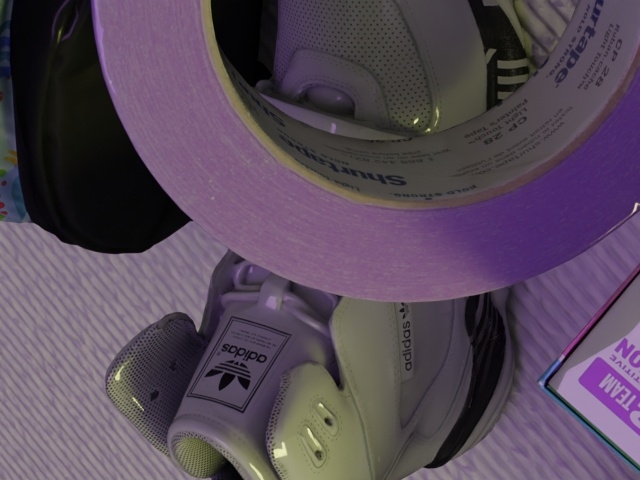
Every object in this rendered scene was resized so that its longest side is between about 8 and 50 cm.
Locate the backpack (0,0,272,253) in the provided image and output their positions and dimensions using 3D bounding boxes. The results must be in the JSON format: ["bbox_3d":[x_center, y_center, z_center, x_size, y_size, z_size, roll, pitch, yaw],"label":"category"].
[{"bbox_3d":[-0.220,-0.174,0.989,0.355,0.273,0.290,47,147,26],"label":"backpack"}]

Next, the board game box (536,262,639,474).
[{"bbox_3d":[0.272,0.013,0.654,0.242,0.064,0.316,43,108,14],"label":"board game box"}]

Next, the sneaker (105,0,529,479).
[{"bbox_3d":[0.000,0.000,0.900,0.137,0.210,0.366,17,127,34],"label":"sneaker"}]

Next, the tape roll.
[{"bbox_3d":[0.039,-0.116,0.747,0.090,0.275,0.275,-112,7,-67],"label":"tape roll"}]
